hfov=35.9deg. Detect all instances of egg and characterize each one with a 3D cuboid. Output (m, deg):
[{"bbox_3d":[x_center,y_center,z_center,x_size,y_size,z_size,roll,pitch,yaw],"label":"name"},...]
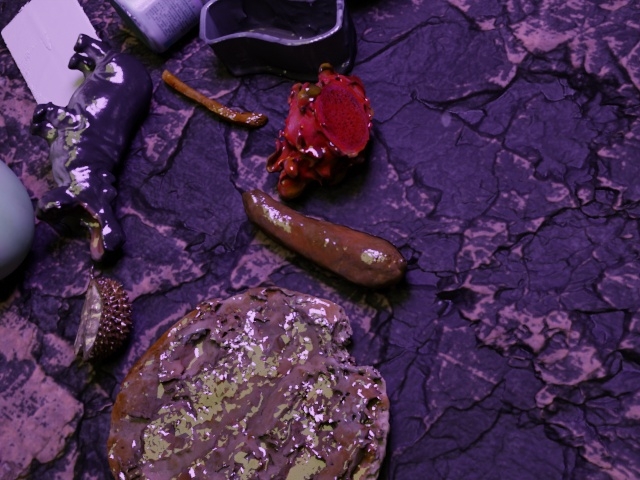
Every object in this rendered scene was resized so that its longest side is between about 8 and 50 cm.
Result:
[{"bbox_3d":[-0.550,-0.039,1.457,0.270,0.220,0.220,30,77,16],"label":"egg"}]

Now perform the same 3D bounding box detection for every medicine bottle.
[{"bbox_3d":[-0.241,-0.399,1.585,0.168,0.135,0.135,-42,62,-5],"label":"medicine bottle"}]

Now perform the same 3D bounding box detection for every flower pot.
[{"bbox_3d":[-0.062,-0.313,1.510,0.229,0.108,0.103,3,67,18],"label":"flower pot"}]

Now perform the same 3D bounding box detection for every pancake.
[{"bbox_3d":[-0.087,0.234,1.283,0.383,0.071,0.382,-6,63,12],"label":"pancake"}]

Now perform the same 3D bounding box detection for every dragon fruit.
[{"bbox_3d":[-0.004,-0.142,1.407,0.207,0.133,0.150,-58,22,17],"label":"dragon fruit"}]

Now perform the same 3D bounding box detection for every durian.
[{"bbox_3d":[-0.304,0.105,1.403,0.110,0.071,0.140,-14,73,52],"label":"durian"}]

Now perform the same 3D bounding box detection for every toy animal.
[{"bbox_3d":[-0.358,-0.140,1.501,0.169,0.106,0.343,13,69,-17],"label":"toy animal"}]

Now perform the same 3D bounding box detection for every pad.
[{"bbox_3d":[-0.446,-0.326,1.652,0.156,0.004,0.232,-40,64,15],"label":"pad"}]

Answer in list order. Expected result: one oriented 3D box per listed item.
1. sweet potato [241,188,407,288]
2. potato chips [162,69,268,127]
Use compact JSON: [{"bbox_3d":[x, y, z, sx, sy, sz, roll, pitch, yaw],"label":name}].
[{"bbox_3d":[0.000,0.000,1.370,0.273,0.075,0.075,25,75,27],"label":"sweet potato"},{"bbox_3d":[-0.172,-0.218,1.544,0.204,0.026,0.037,27,72,26],"label":"potato chips"}]
